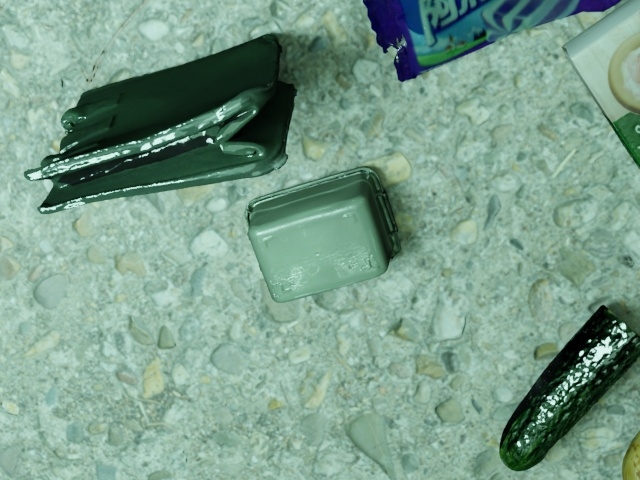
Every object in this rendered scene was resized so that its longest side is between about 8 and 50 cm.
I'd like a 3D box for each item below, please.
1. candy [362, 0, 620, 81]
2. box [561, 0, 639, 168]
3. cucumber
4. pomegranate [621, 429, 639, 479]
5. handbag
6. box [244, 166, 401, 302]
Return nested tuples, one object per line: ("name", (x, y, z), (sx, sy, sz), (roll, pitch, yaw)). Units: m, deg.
("candy", (0.182, -0.271, 1.002), (0.275, 0.070, 0.145), (-19, 116, 9))
("box", (0.367, -0.161, 1.020), (0.135, 0.081, 0.199), (-35, 102, 15))
("cucumber", (0.292, 0.184, 1.155), (0.074, 0.074, 0.241), (33, 110, -8))
("pomegranate", (0.446, 0.297, 1.109), (0.215, 0.215, 0.215), (1, 110, 4))
("handbag", (-0.156, -0.118, 0.987), (0.260, 0.247, 0.079), (-15, 114, 8))
("box", (0.000, 0.000, 1.099), (0.172, 0.093, 0.124), (-17, 107, 10))
